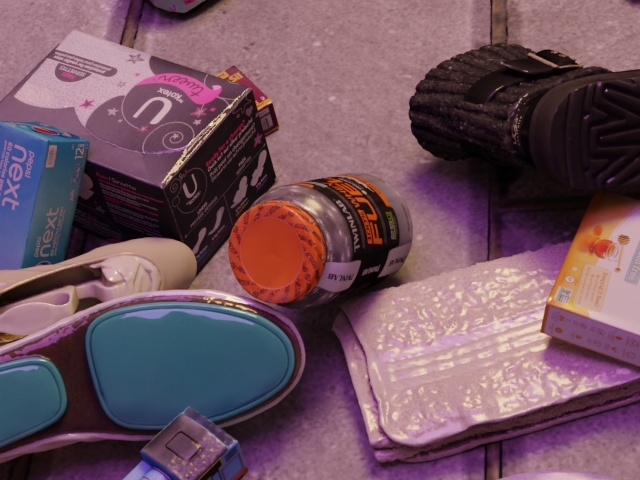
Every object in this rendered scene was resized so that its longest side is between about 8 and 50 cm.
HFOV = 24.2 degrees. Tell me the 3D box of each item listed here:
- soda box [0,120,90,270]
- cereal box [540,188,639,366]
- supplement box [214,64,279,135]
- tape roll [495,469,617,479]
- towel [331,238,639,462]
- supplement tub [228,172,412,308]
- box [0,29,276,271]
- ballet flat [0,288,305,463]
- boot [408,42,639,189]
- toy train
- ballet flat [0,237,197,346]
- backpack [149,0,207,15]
[{"bbox_3d":[-0.296,-0.009,1.476,0.071,0.210,0.067,21,13,28],"label":"soda box"},{"bbox_3d":[0.338,0.052,1.345,0.240,0.047,0.173,18,46,14],"label":"cereal box"},{"bbox_3d":[-0.092,-0.148,1.656,0.055,0.043,0.083,-33,50,-14],"label":"supplement box"},{"bbox_3d":[0.187,0.318,1.158,0.275,0.090,0.274,-6,48,6],"label":"tape roll"},{"bbox_3d":[0.162,0.096,1.385,0.282,0.049,0.187,-16,49,-2],"label":"towel"},{"bbox_3d":[0.000,0.000,1.401,0.117,0.117,0.190,16,15,24],"label":"supplement tub"},{"bbox_3d":[-0.199,-0.100,1.570,0.247,0.142,0.163,22,57,27],"label":"box"},{"bbox_3d":[-0.213,0.129,1.387,0.400,0.139,0.139,-14,48,-1],"label":"ballet flat"},{"bbox_3d":[0.290,-0.127,1.500,0.348,0.131,0.260,1,8,-26],"label":"boot"},{"bbox_3d":[-0.140,0.235,1.290,0.080,0.105,0.184,31,62,33],"label":"toy train"},{"bbox_3d":[-0.228,0.055,1.425,0.249,0.086,0.086,-14,46,-19],"label":"ballet flat"},{"bbox_3d":[-0.154,-0.364,1.812,0.152,0.115,0.182,29,63,28],"label":"backpack"}]
